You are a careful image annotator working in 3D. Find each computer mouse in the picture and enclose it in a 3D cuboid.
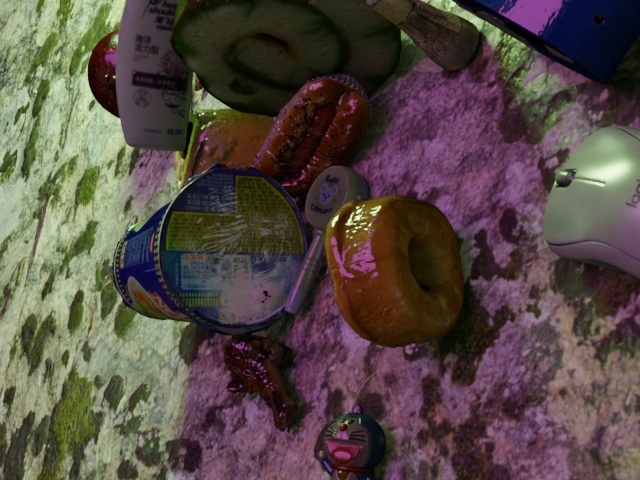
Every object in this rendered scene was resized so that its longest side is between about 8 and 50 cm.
[{"bbox_3d":[0.366,-0.041,1.218,0.297,0.121,0.184,34,100,52],"label":"computer mouse"}]

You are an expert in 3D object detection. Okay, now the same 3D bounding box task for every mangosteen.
[{"bbox_3d":[-0.394,-0.383,2.316,0.215,0.215,0.257,-28,15,40],"label":"mangosteen"}]

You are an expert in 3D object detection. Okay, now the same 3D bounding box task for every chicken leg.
[{"bbox_3d":[-0.088,0.221,1.688,0.196,0.080,0.125,23,100,47],"label":"chicken leg"}]

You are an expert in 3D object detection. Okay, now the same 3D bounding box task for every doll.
[{"bbox_3d":[0.046,0.307,1.457,0.114,0.085,0.151,5,83,28],"label":"doll"}]

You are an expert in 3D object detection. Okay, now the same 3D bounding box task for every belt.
[{"bbox_3d":[0.289,-0.330,1.397,0.117,0.212,0.347,-59,40,12],"label":"belt"}]

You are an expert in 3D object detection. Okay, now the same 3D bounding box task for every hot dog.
[{"bbox_3d":[-0.013,-0.171,1.747,0.268,0.144,0.075,-51,9,35],"label":"hot dog"}]

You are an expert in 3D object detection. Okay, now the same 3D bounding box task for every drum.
[{"bbox_3d":[0.013,-0.001,1.695,0.130,0.049,0.253,-6,66,50],"label":"drum"}]

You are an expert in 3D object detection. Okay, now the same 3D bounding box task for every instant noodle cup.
[{"bbox_3d":[-0.217,0.032,1.812,0.312,0.284,0.284,-12,61,57],"label":"instant noodle cup"}]

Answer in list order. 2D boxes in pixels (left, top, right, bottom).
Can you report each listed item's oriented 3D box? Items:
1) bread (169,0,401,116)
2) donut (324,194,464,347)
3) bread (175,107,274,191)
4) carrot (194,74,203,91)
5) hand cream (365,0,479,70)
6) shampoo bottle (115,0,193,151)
[{"bbox_3d":[-0.048,-0.349,1.695,0.382,0.366,0.129,-39,43,46],"label":"bread"},{"bbox_3d":[0.105,0.040,1.416,0.114,0.227,0.226,-17,58,36],"label":"donut"},{"bbox_3d":[-0.175,-0.160,1.920,0.197,0.171,0.197,-21,66,59],"label":"bread"},{"bbox_3d":[-0.245,-0.415,2.262,0.047,0.047,0.191,-9,69,49],"label":"carrot"},{"bbox_3d":[0.149,-0.337,1.581,0.084,0.203,0.084,-30,48,40],"label":"hand cream"},{"bbox_3d":[-0.284,-0.340,1.801,0.078,0.134,0.359,-119,34,-72],"label":"shampoo bottle"}]
